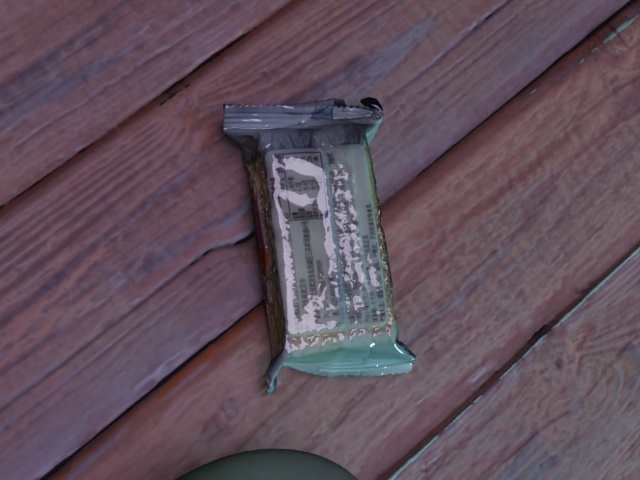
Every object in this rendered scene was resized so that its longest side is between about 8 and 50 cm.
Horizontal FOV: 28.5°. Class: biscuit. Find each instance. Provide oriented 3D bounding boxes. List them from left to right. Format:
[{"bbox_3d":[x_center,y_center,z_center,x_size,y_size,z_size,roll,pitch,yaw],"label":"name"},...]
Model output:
[{"bbox_3d":[0.004,-0.001,1.350,0.186,0.079,0.309,-7,82,-21],"label":"biscuit"}]

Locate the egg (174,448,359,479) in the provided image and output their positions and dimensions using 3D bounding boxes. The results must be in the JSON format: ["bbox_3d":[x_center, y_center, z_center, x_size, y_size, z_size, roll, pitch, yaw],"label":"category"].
[{"bbox_3d":[-0.094,0.363,1.146,0.276,0.276,0.389,44,69,-6],"label":"egg"}]
